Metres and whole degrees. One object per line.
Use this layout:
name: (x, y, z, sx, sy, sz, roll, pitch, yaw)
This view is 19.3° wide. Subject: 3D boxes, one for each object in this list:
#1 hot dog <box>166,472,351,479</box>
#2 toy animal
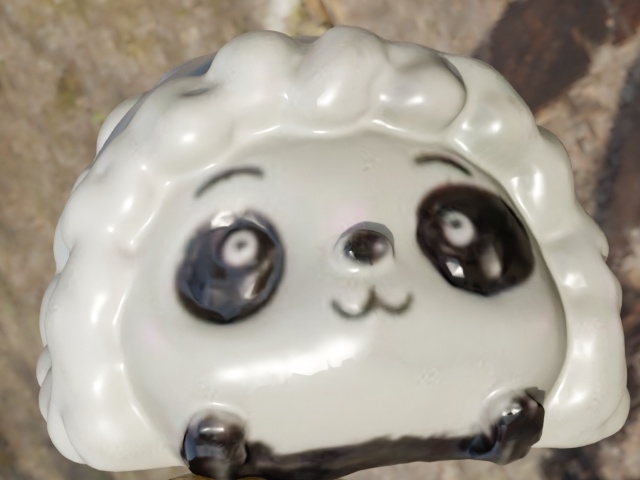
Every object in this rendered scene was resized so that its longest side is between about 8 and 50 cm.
hot dog: (-0.025, 0.130, 0.686, 0.068, 0.100, 0.249, 11, 176, 22)
toy animal: (0.000, 0.000, 0.675, 0.204, 0.208, 0.156, -166, 73, -82)
